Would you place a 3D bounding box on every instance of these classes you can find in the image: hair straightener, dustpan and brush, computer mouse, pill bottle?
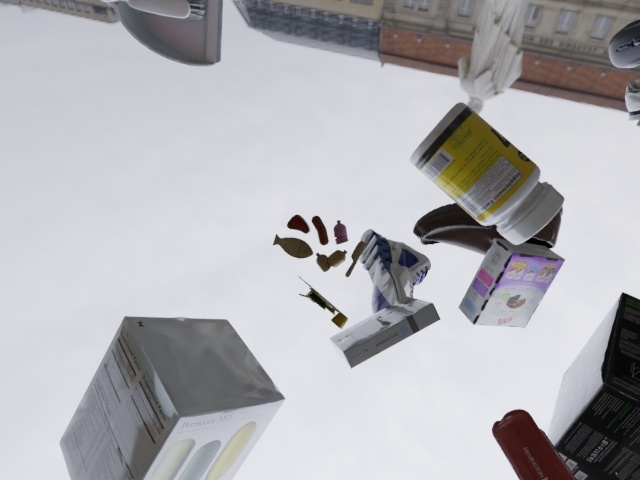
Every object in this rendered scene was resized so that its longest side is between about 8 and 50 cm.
[{"bbox_3d":[0.223,0.243,0.345,0.047,0.089,0.230,-40,-147,6],"label":"hair straightener"},{"bbox_3d":[-0.239,-0.316,0.586,0.211,0.147,0.060,11,-148,1],"label":"dustpan and brush"},{"bbox_3d":[0.710,-0.484,1.014,0.060,0.184,0.262,-15,-167,11],"label":"computer mouse"},{"bbox_3d":[0.249,-0.098,0.678,0.208,0.119,0.119,42,-131,4],"label":"pill bottle"}]

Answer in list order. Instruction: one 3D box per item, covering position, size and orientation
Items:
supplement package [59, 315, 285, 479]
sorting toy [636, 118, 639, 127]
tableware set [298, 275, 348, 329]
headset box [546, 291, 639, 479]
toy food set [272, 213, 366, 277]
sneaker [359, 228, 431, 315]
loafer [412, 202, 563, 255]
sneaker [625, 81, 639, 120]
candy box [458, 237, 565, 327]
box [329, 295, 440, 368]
[{"bbox_3d":[-0.234,0.283,0.701,0.199,0.263,0.198,14,-158,-50],"label":"supplement package"},{"bbox_3d":[0.764,-0.182,0.779,0.256,0.090,0.255,15,-162,-19],"label":"sorting toy"},{"bbox_3d":[0.006,0.107,0.731,0.024,0.104,0.154,-50,-165,-6],"label":"tableware set"},{"bbox_3d":[0.520,0.266,0.783,0.131,0.247,0.283,27,-141,23],"label":"headset box"},{"bbox_3d":[0.000,0.000,0.645,0.122,0.078,0.019,28,-173,6],"label":"toy food set"},{"bbox_3d":[0.228,0.104,1.223,0.182,0.128,0.316,7,-133,-21],"label":"sneaker"},{"bbox_3d":[0.418,-0.021,1.132,0.365,0.134,0.130,-6,-110,19],"label":"loafer"},{"bbox_3d":[0.793,-0.331,0.976,0.090,0.095,0.235,-14,-173,-33],"label":"sneaker"},{"bbox_3d":[0.437,0.103,1.034,0.164,0.196,0.070,8,-154,-24],"label":"candy box"},{"bbox_3d":[0.117,0.170,0.858,0.186,0.145,0.038,-25,-89,-9],"label":"box"}]
